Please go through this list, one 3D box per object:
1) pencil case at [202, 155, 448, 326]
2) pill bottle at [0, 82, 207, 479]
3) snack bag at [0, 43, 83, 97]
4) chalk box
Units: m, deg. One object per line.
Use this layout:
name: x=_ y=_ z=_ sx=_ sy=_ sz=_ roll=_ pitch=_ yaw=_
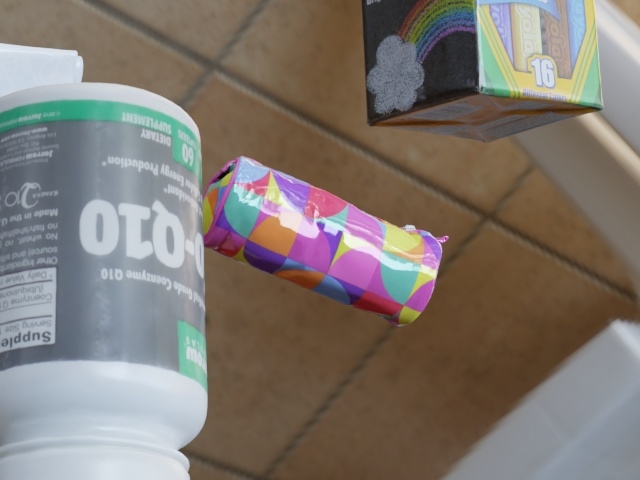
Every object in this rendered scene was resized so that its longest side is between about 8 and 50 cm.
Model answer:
pencil case: x=0.000 y=0.000 z=1.710 sx=0.236 sy=0.104 sz=0.104 roll=22 pitch=114 yaw=-18
pill bottle: x=-0.196 y=0.069 z=1.509 sx=0.204 sy=0.361 sz=0.204 roll=-3 pitch=159 yaw=-1
snack bag: x=-0.390 y=-0.027 z=1.722 sx=0.323 sy=0.037 sz=0.342 roll=4 pitch=96 yaw=-31
chalk box: x=0.161 y=-0.265 z=1.883 sx=0.179 sy=0.180 sz=0.289 roll=6 pitch=79 yaw=-38
